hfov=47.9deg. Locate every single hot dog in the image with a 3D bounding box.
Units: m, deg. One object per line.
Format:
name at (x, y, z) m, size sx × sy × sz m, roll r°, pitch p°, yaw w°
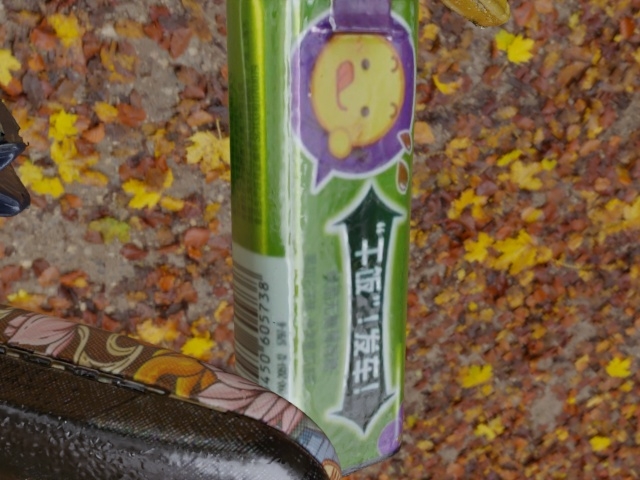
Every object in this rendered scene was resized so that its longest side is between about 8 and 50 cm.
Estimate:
hot dog at (0.234, -0.436, 1.211) m, size 0.083 × 0.068 × 0.289 m, roll -10°, pitch 163°, yaw 36°

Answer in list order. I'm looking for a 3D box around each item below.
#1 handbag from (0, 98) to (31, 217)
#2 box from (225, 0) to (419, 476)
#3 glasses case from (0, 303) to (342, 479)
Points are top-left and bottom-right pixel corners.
handbag at (-0.614, -0.140, 1.052) m, size 0.329 × 0.303 × 0.121 m, roll -3°, pitch 117°, yaw -33°
box at (0.000, 0.000, 0.523) m, size 0.134 × 0.097 × 0.345 m, roll -10°, pitch 108°, yaw -32°
glasses case at (-0.145, 0.103, 0.398) m, size 0.321 × 0.082 × 0.122 m, roll 12°, pitch 134°, yaw 13°
